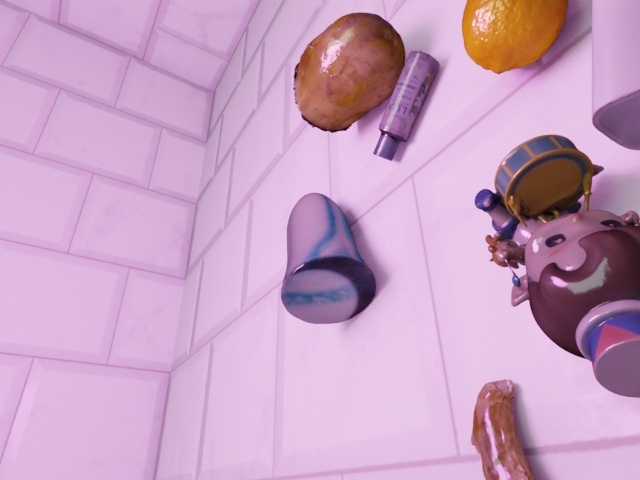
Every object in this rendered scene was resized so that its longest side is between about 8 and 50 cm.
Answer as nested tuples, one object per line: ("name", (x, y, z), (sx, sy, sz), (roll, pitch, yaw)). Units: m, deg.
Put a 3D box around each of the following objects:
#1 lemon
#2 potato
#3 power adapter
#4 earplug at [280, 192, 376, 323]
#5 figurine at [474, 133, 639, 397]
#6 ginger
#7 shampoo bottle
("lemon", (0.282, -0.335, 0.629), (0.142, 0.142, 0.187), (-1, 72, 61))
("potato", (0.072, -0.389, 0.970), (0.266, 0.229, 0.229), (-29, 50, 49))
("power adapter", (0.376, -0.240, 0.418), (0.187, 0.124, 0.255), (-14, 62, 58))
("earplug", (0.000, 0.000, 0.945), (0.185, 0.185, 0.324), (-55, 27, 31))
("figurine", (0.268, 0.020, 0.436), (0.161, 0.158, 0.276), (-21, 43, 7))
("ginger", (0.230, 0.280, 0.450), (0.295, 0.086, 0.131), (-101, 16, -49))
("shampoo bottle", (0.169, -0.268, 0.877), (0.214, 0.072, 0.072), (-67, 28, 11))
